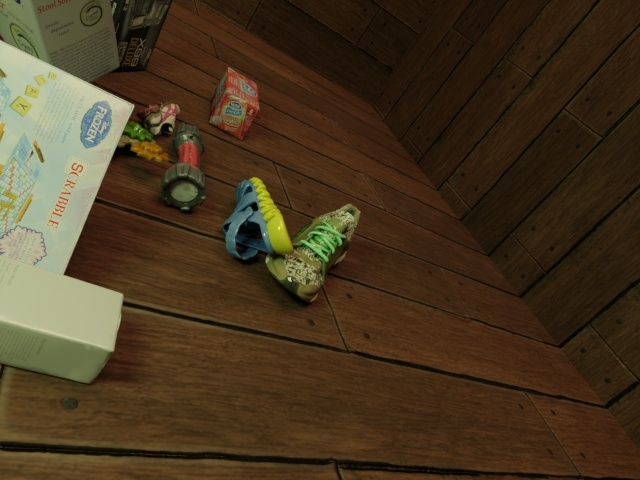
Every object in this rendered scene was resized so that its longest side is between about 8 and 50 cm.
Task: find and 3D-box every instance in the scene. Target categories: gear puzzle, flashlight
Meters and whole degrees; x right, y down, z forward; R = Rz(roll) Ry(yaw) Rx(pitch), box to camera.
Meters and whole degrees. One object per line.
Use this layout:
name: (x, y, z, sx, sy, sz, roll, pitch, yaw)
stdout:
gear puzzle: (-0.482, -0.274, 1.180, 0.339, 0.044, 0.175, 36, 23, 19)
flashlight: (-0.329, -0.193, 1.240, 0.103, 0.103, 0.304, 20, 31, -27)

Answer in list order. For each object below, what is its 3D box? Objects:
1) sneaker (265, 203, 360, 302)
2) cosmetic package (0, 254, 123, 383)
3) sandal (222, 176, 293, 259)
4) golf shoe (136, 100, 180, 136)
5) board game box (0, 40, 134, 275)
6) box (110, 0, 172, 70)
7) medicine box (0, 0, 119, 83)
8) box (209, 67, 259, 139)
sneaker: (0.000, 0.000, 1.243, 0.158, 0.182, 0.410, 38, 26, 0)
cosmetic package: (-0.395, 0.099, 0.678, 0.231, 0.085, 0.117, 26, 28, -27)
sandal: (-0.170, -0.052, 1.194, 0.317, 0.138, 0.126, -125, -164, -60)
golf shoe: (-0.432, -0.330, 1.396, 0.086, 0.067, 0.186, 61, 20, -15)
board game box: (-0.482, -0.125, 0.731, 0.318, 0.066, 0.319, 25, 72, -27)
box: (-0.550, -0.647, 1.480, 0.076, 0.307, 0.242, 34, 24, 2)
medicine box: (-0.515, -0.459, 0.899, 0.263, 0.289, 0.149, 40, 59, 10)
box: (-0.290, -0.465, 1.721, 0.122, 0.128, 0.257, 25, 27, -24)
